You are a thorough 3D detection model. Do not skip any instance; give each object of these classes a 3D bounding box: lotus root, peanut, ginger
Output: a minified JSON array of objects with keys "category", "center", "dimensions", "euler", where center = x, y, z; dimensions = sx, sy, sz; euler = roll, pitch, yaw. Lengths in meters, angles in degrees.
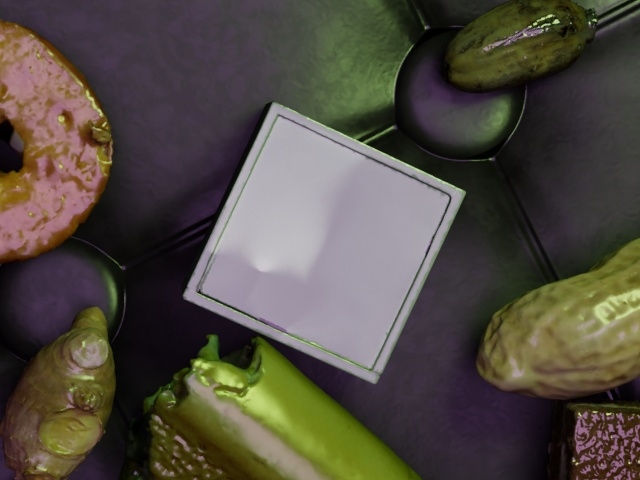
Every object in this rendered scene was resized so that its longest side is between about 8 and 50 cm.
[{"category":"lotus root","center":[0.214,-0.215,1.577],"dimensions":[0.179,0.080,0.089],"euler":[-17,118,1]},{"category":"peanut","center":[0.320,0.081,1.576],"dimensions":[0.325,0.153,0.140],"euler":[-19,128,-2]},{"category":"ginger","center":[-0.278,0.177,1.524],"dimensions":[0.102,0.157,0.216],"euler":[23,99,-26]}]

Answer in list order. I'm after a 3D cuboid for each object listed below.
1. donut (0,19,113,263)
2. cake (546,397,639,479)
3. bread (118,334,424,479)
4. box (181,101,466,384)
[{"category":"donut","center":[-0.338,-0.102,1.517],"dimensions":[0.254,0.118,0.253],"euler":[-1,97,-6]},{"category":"cake","center":[0.314,0.238,1.588],"dimensions":[0.135,0.147,0.135],"euler":[5,94,-7]},{"category":"bread","center":[-0.032,0.276,1.521],"dimensions":[0.376,0.208,0.251],"euler":[42,113,-5]},{"category":"box","center":[0.000,0.000,1.556],"dimensions":[0.225,0.117,0.225],"euler":[25,91,-7]}]
